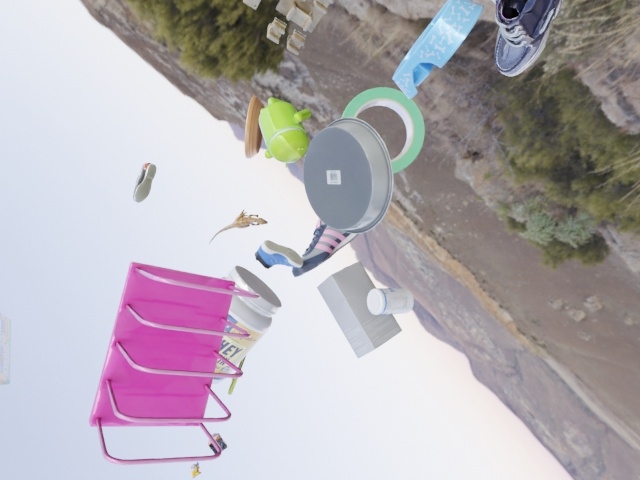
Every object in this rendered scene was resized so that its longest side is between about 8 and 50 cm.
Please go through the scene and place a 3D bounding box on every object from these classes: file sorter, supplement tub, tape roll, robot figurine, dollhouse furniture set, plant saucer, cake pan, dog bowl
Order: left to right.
[{"bbox_3d":[-0.246,0.205,0.728,0.202,0.291,0.182,16,174,-32],"label":"file sorter"},{"bbox_3d":[-0.293,0.256,1.304,0.228,0.316,0.228,41,-178,-2],"label":"supplement tub"},{"bbox_3d":[-0.211,-0.364,1.368,0.037,0.200,0.200,8,-168,-4],"label":"plant saucer"},{"bbox_3d":[-0.059,-0.174,0.677,0.067,0.101,0.115,6,-127,-44],"label":"robot figurine"},{"bbox_3d":[-0.110,-0.774,1.347,0.241,0.212,0.161,21,-132,-28],"label":"dollhouse furniture set"},{"bbox_3d":[0.054,-0.156,1.054,0.054,0.293,0.293,-15,-125,-39],"label":"cake pan"},{"bbox_3d":[0.227,-0.406,1.590,0.321,0.321,0.077,48,179,-5],"label":"tape roll"},{"bbox_3d":[0.184,0.161,1.115,0.107,0.071,0.071,3,-147,-29],"label":"supplement tub"},{"bbox_3d":[0.273,-0.473,1.039,0.074,0.166,0.297,33,163,-7],"label":"dog bowl"}]

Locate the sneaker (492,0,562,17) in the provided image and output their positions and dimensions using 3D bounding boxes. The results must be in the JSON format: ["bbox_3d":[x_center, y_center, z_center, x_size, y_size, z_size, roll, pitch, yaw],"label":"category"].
[{"bbox_3d":[0.498,-0.622,1.109,0.234,0.153,0.094,35,158,6],"label":"sneaker"}]

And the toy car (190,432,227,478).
[{"bbox_3d":[-0.279,0.508,1.011,0.040,0.122,0.060,46,174,46],"label":"toy car"}]

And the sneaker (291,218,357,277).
[{"bbox_3d":[0.000,0.000,1.456,0.131,0.319,0.112,56,149,-7],"label":"sneaker"}]

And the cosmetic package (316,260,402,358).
[{"bbox_3d":[0.109,0.193,1.197,0.127,0.107,0.238,-19,-110,-37],"label":"cosmetic package"}]

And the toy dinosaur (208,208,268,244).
[{"bbox_3d":[-0.275,-0.058,1.412,0.112,0.211,0.064,-55,-54,-67],"label":"toy dinosaur"}]

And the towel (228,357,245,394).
[{"bbox_3d":[-0.295,0.453,1.569,0.021,0.102,0.237,22,-151,-4],"label":"towel"}]

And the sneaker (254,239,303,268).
[{"bbox_3d":[-0.135,0.060,1.330,0.152,0.084,0.058,25,-141,-28],"label":"sneaker"}]

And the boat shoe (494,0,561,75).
[{"bbox_3d":[0.438,-0.492,0.941,0.127,0.158,0.341,50,164,23],"label":"boat shoe"}]

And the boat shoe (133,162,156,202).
[{"bbox_3d":[-0.575,-0.188,1.362,0.043,0.137,0.049,14,171,27],"label":"boat shoe"}]

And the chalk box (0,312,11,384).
[{"bbox_3d":[-0.650,0.203,0.758,0.213,0.132,0.132,134,127,-59],"label":"chalk box"}]
